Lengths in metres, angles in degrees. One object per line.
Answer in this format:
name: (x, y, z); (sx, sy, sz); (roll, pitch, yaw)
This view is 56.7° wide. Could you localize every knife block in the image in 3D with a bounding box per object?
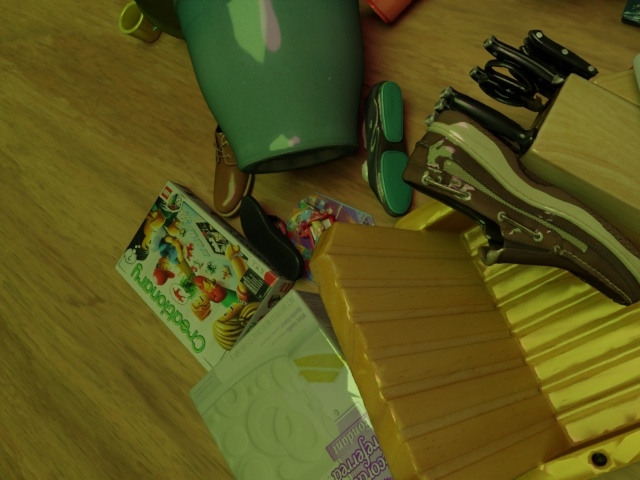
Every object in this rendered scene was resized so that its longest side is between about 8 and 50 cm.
knife block: (0.249, -0.080, 0.603); (0.242, 0.088, 0.275); (-14, 79, -2)

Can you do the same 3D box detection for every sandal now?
sandal: (-0.073, -0.005, 0.943); (0.179, 0.040, 0.067); (48, 135, 30)

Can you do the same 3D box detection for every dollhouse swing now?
dollhouse swing: (0.221, 0.065, 0.613); (0.315, 0.305, 0.346); (-31, 65, 21)

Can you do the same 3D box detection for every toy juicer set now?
toy juicer set: (-0.267, -0.542, 1.139); (0.209, 0.089, 0.328); (16, 87, 31)

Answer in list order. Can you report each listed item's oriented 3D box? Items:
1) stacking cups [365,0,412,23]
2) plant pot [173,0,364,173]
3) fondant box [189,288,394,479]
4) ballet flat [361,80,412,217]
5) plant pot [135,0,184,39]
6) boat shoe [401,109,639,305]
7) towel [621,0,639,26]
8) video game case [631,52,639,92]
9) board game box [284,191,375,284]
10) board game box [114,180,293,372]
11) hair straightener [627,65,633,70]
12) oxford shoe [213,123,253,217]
stacking cups: (0.186, -0.461, 0.862); (0.316, 0.096, 0.096); (-41, 63, 17)
plant pot: (-0.055, -0.237, 0.872); (0.272, 0.272, 0.255); (-11, 90, 27)
fondant box: (-0.008, 0.267, 0.822); (0.238, 0.096, 0.330); (-46, 63, 14)
ballet flat: (0.092, -0.130, 0.869); (0.074, 0.074, 0.203); (-7, 83, 28)
plant pot: (-0.199, -0.497, 0.906); (0.367, 0.353, 0.366); (1, 80, -6)
boat shoe: (0.190, -0.011, 0.575); (0.257, 0.095, 0.095); (39, 90, 7)
towel: (0.437, -0.286, 0.720); (0.119, 0.029, 0.067); (27, 93, 31)
video game case: (0.437, -0.080, 0.565); (0.025, 0.285, 0.204); (137, 129, -66)
board game box: (0.000, 0.000, 0.908); (0.169, 0.033, 0.133); (26, 93, 31)
board game box: (-0.206, 0.057, 1.002); (0.305, 0.053, 0.193); (38, 100, 30)
hair straightener: (0.363, -0.155, 0.676); (0.230, 0.047, 0.089); (-29, 65, -10)
oxford shoe: (-0.157, -0.146, 1.005); (0.076, 0.076, 0.212); (4, 83, 28)
